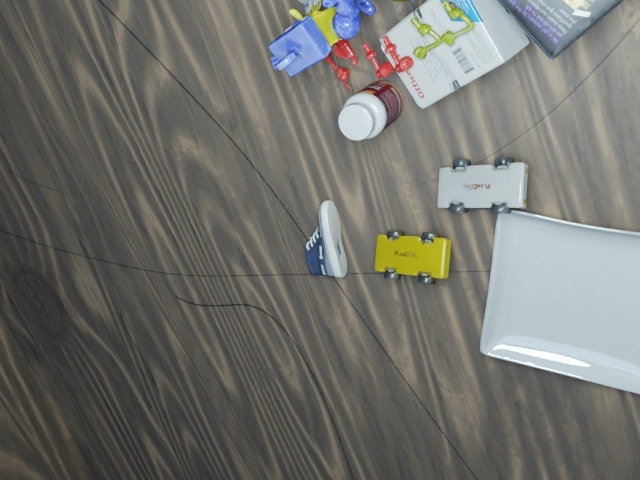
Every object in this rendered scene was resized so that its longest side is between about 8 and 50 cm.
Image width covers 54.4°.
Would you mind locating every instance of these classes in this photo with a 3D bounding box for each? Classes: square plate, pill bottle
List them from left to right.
[{"bbox_3d":[0.092,-0.239,1.155,0.086,0.152,0.086,12,120,21],"label":"pill bottle"},{"bbox_3d":[0.500,0.115,1.199,0.347,0.049,0.344,11,120,22],"label":"square plate"}]

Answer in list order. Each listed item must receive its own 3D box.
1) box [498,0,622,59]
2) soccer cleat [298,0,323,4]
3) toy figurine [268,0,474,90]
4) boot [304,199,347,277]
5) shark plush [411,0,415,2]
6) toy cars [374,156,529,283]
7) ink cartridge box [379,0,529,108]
[{"bbox_3d":[0.404,-0.415,0.890,0.143,0.165,0.270,47,127,-3],"label":"box"},{"bbox_3d":[0.027,-0.491,1.117,0.068,0.076,0.196,21,154,-33],"label":"soccer cleat"},{"bbox_3d":[0.031,-0.317,1.002,0.362,0.217,0.191,-4,121,56],"label":"toy figurine"},{"bbox_3d":[0.000,0.000,1.383,0.086,0.069,0.190,1,118,24],"label":"boot"},{"bbox_3d":[0.222,-0.444,1.030,0.161,0.067,0.073,-2,115,28],"label":"shark plush"},{"bbox_3d":[0.259,-0.032,1.218,0.394,0.087,0.176,-49,52,35],"label":"toy cars"},{"bbox_3d":[0.217,-0.333,1.041,0.148,0.086,0.203,56,149,-9],"label":"ink cartridge box"}]
